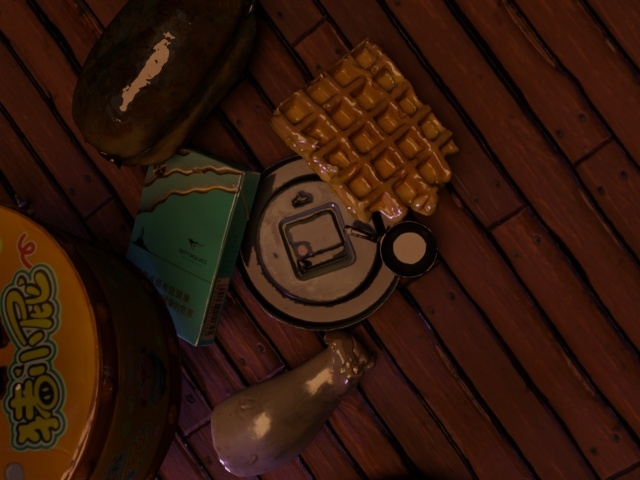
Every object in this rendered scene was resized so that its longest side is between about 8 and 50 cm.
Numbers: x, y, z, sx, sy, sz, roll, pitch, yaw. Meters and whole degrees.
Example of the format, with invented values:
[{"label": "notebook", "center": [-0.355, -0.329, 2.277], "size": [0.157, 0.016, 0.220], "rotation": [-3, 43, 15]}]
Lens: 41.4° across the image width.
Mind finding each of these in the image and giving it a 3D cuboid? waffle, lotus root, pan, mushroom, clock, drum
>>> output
[{"label": "waffle", "center": [0.064, -0.111, 0.998], "size": [0.160, 0.055, 0.211], "rotation": [-39, 86, -15]}, {"label": "lotus root", "center": [-0.189, -0.218, 1.024], "size": [0.160, 0.152, 0.275], "rotation": [39, 90, 34]}, {"label": "pan", "center": [0.083, 0.003, 1.008], "size": [0.115, 0.023, 0.068], "rotation": [19, 95, 0]}, {"label": "mushroom", "center": [-0.029, 0.210, 1.069], "size": [0.225, 0.093, 0.116], "rotation": [-31, 114, 8]}, {"label": "clock", "center": [0.000, 0.000, 1.065], "size": [0.226, 0.049, 0.226], "rotation": [1, 96, 13]}, {"label": "drum", "center": [-0.388, 0.172, 0.991], "size": [0.431, 0.214, 0.431], "rotation": [-4, 75, 14]}]

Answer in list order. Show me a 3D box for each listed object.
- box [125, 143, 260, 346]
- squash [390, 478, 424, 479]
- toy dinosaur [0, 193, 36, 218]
[{"label": "box", "center": [-0.172, -0.002, 1.081], "size": [0.162, 0.041, 0.229], "rotation": [23, 102, 33]}, {"label": "squash", "center": [0.034, 0.366, 1.080], "size": [0.318, 0.080, 0.071], "rotation": [-29, 106, 13]}, {"label": "toy dinosaur", "center": [-0.441, -0.012, 1.178], "size": [0.108, 0.032, 0.220], "rotation": [-31, 91, 12]}]
